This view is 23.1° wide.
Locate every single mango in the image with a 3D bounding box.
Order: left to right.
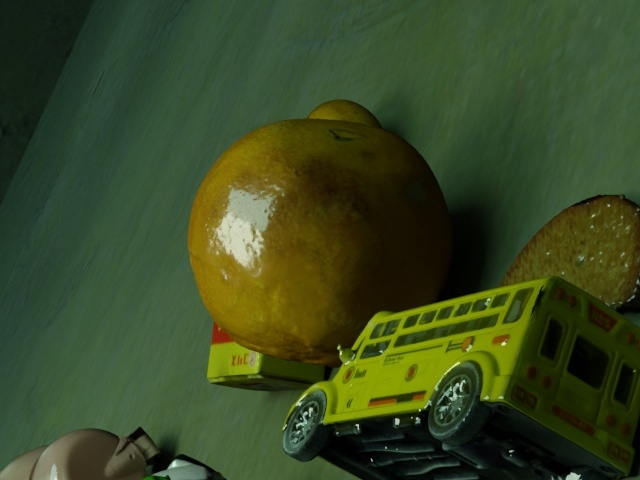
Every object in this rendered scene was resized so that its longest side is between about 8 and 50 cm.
[{"bbox_3d":[0.028,-0.099,1.809,0.115,0.090,0.178,-65,23,17],"label":"mango"}]

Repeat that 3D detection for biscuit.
[{"bbox_3d":[0.219,0.020,1.314,0.206,0.025,0.126,-15,49,60],"label":"biscuit"}]

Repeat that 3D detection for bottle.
[{"bbox_3d":[-0.328,0.335,1.947,0.297,0.173,0.206,-41,-6,41],"label":"bottle"}]

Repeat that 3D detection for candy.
[{"bbox_3d":[-0.047,0.024,1.717,0.146,0.088,0.276,-16,65,60],"label":"candy"}]

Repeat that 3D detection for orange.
[{"bbox_3d":[0.000,0.000,1.514,0.261,0.261,0.261,-47,25,30],"label":"orange"}]

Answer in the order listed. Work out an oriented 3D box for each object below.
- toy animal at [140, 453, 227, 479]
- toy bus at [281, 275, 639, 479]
[{"bbox_3d":[-0.119,0.312,1.439,0.212,0.212,0.267,-62,18,-6],"label":"toy animal"},{"bbox_3d":[0.108,0.128,1.261,0.330,0.144,0.152,-19,45,58],"label":"toy bus"}]
